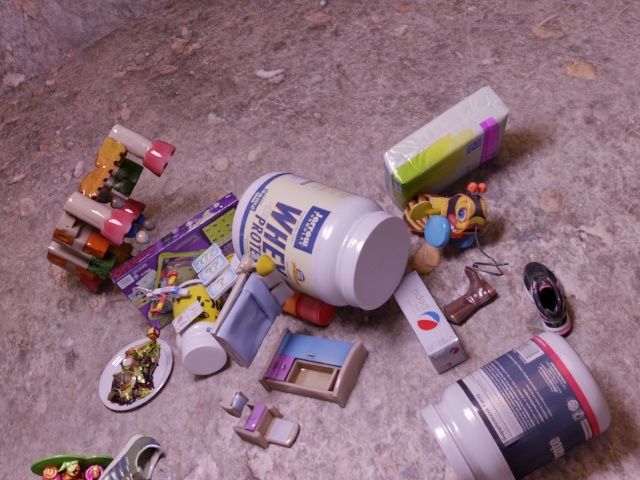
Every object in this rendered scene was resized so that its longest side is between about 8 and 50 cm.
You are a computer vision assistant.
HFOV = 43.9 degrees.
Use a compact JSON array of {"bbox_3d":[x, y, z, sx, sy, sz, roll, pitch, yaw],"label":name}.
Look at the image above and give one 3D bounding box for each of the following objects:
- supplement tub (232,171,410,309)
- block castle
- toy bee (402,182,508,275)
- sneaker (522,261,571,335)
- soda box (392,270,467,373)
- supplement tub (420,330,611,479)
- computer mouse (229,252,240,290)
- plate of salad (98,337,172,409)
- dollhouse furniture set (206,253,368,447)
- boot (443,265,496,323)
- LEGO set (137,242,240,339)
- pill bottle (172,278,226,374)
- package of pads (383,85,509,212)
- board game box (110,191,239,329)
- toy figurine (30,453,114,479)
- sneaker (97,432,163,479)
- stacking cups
[{"bbox_3d":[0.000,0.000,1.676,0.324,0.235,0.235,20,61,35],"label":"supplement tub"},{"bbox_3d":[-0.520,-0.062,2.031,0.453,0.212,0.303,-41,23,59],"label":"block castle"},{"bbox_3d":[0.306,-0.057,1.726,0.298,0.162,0.195,23,19,33],"label":"toy bee"},{"bbox_3d":[0.444,0.099,1.559,0.071,0.077,0.178,-23,42,6],"label":"sneaker"},{"bbox_3d":[0.216,0.164,1.626,0.069,0.074,0.216,-28,42,2],"label":"soda box"},{"bbox_3d":[0.328,0.295,1.349,0.272,0.191,0.191,-30,42,0],"label":"supplement tub"},{"bbox_3d":[-0.180,0.113,1.822,0.106,0.193,0.042,3,14,41],"label":"computer mouse"},{"bbox_3d":[-0.441,0.307,1.875,0.199,0.048,0.200,-15,44,15],"label":"plate of salad"},{"bbox_3d":[-0.084,0.219,1.570,0.198,0.303,0.286,4,52,33],"label":"dollhouse furniture set"},{"bbox_3d":[0.294,0.115,1.662,0.114,0.037,0.106,-38,40,-2],"label":"boot"},{"bbox_3d":[-0.314,0.112,1.807,0.244,0.060,0.182,-41,36,-1],"label":"LEGO set"},{"bbox_3d":[-0.277,0.199,1.834,0.119,0.119,0.209,-24,43,6],"label":"pill bottle"},{"bbox_3d":[0.283,-0.201,1.832,0.296,0.229,0.101,-33,73,-4],"label":"package of pads"},{"bbox_3d":[-0.307,0.054,1.927,0.346,0.208,0.056,-34,39,-6],"label":"board game box"},{"bbox_3d":[-0.520,0.545,1.667,0.173,0.130,0.159,-5,57,-9],"label":"toy figurine"},{"bbox_3d":[-0.399,0.493,1.657,0.086,0.064,0.192,3,48,37],"label":"sneaker"},{"bbox_3d":[-0.103,0.124,1.846,0.316,0.096,0.096,23,63,36],"label":"stacking cups"}]
